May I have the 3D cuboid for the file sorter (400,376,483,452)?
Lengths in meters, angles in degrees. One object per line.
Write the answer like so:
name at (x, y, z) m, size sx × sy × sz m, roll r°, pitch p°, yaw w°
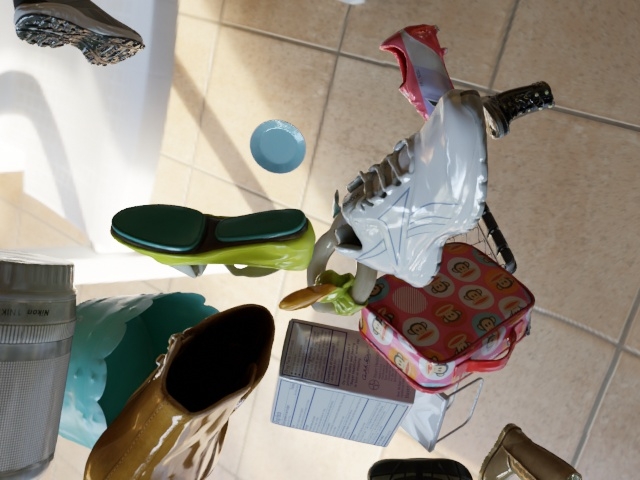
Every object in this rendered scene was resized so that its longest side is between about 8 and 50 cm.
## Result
file sorter at (0.269, 0.383, 1.803) m, size 0.277 × 0.173 × 0.193 m, roll 36°, pitch 131°, yaw 38°

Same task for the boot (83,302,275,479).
boot at (-0.099, 0.132, 0.581) m, size 0.104 × 0.295 × 0.211 m, roll 37°, pitch 111°, yaw 0°

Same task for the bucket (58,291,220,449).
bucket at (-0.289, 0.212, 1.048) m, size 0.183 × 0.281 × 0.281 m, roll 0°, pitch 95°, yaw 34°

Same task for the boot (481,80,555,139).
boot at (0.481, -0.325, 1.620) m, size 0.178 × 0.236 × 0.085 m, roll -15°, pitch 112°, yaw 10°

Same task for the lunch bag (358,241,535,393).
lunch bag at (0.242, 0.140, 1.211) m, size 0.258 × 0.293 × 0.120 m, roll 41°, pitch 143°, yaw 38°

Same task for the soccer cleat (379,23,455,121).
soccer cleat at (0.178, -0.220, 1.048) m, size 0.095 × 0.083 × 0.248 m, roll -21°, pitch 88°, yaw -4°

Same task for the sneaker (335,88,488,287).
sneaker at (0.093, -0.044, 0.719) m, size 0.297 × 0.129 × 0.111 m, roll 108°, pitch 169°, yaw -53°

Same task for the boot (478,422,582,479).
boot at (0.568, 0.667, 1.844) m, size 0.269 × 0.089 × 0.236 m, roll 38°, pitch 112°, yaw 63°

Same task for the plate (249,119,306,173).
plate at (-0.138, -0.307, 2.168) m, size 0.188 × 0.024 × 0.188 m, roll 4°, pitch 120°, yaw 7°

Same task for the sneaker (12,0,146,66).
sneaker at (-0.396, -0.370, 1.120) m, size 0.100 × 0.271 × 0.108 m, roll -21°, pitch 80°, yaw 22°

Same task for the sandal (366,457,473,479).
sandal at (0.258, 0.611, 1.715) m, size 0.086 × 0.302 × 0.120 m, roll 143°, pitch 139°, yaw -71°

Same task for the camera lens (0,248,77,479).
camera lens at (-0.409, 0.149, 0.775) m, size 0.219 × 0.219 × 0.274 m, roll 8°, pitch 89°, yaw 34°

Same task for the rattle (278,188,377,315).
rattle at (0.000, 0.000, 0.921) m, size 0.130 × 0.142 × 0.200 m, roll -2°, pitch 80°, yaw 63°

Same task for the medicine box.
medicine box at (0.046, 0.321, 1.482) m, size 0.289 × 0.149 × 0.263 m, roll 12°, pitch 143°, yaw 0°

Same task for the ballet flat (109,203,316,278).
ballet flat at (-0.118, 0.007, 0.736) m, size 0.231 × 0.077 × 0.077 m, roll 1°, pitch 131°, yaw 9°

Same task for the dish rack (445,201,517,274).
dish rack at (0.315, 0.024, 1.611) m, size 0.271 × 0.074 × 0.208 m, roll -22°, pitch 66°, yaw 1°
